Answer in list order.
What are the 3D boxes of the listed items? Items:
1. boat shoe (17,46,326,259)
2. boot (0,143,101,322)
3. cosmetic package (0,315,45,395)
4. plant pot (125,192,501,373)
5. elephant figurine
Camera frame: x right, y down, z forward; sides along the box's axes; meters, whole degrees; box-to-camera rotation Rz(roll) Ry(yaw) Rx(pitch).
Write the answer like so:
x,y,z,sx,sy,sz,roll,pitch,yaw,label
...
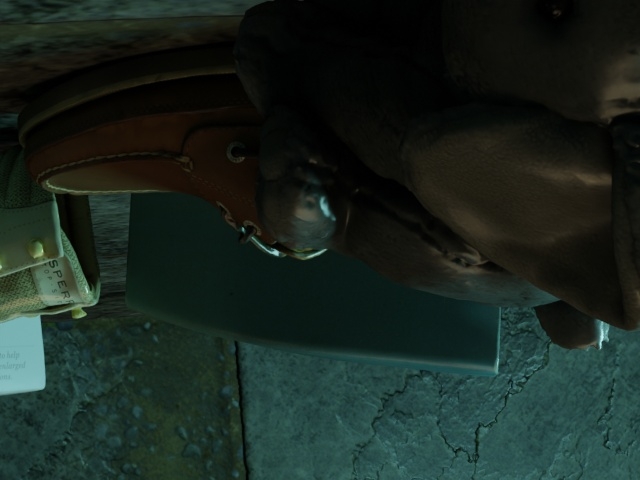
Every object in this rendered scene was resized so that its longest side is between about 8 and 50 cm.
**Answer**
x,y,z,sx,sy,sz,roll,pitch,yaw,label
-0.023,-0.043,0.809,0.307,0.104,0.111,-8,173,24,boat shoe
-0.235,0.051,0.919,0.204,0.262,0.095,-7,140,7,boot
-0.352,0.064,1.315,0.184,0.151,0.151,-10,173,38,cosmetic package
0.000,0.000,1.010,0.234,0.165,0.166,2,175,5,plant pot
0.079,-0.053,0.490,0.186,0.169,0.239,4,175,-26,elephant figurine
